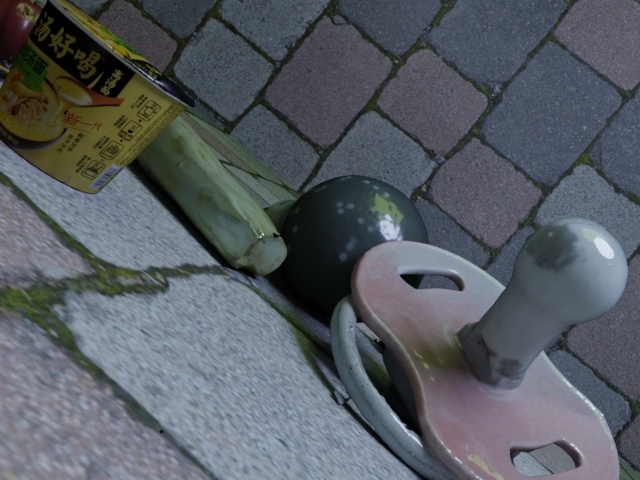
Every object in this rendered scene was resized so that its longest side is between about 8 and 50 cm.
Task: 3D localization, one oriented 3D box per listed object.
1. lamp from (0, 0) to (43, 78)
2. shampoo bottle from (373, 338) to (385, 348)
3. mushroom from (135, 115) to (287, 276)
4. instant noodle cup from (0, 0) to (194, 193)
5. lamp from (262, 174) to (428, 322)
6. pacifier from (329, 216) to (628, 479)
[{"bbox_3d":[-0.323,-0.215,0.764,0.101,0.090,0.101,15,-21,6],"label":"lamp"},{"bbox_3d":[0.147,0.166,0.990,0.183,0.050,0.087,36,9,-30],"label":"shampoo bottle"},{"bbox_3d":[-0.151,-0.077,0.843,0.312,0.081,0.100,44,13,32],"label":"mushroom"},{"bbox_3d":[-0.204,-0.121,0.621,0.151,0.122,0.151,38,3,-3],"label":"instant noodle cup"},{"bbox_3d":[-0.008,-0.005,0.919,0.313,0.182,0.182,17,-10,40],"label":"lamp"},{"bbox_3d":[0.165,0.102,0.683,0.220,0.273,0.332,50,10,-51],"label":"pacifier"}]
